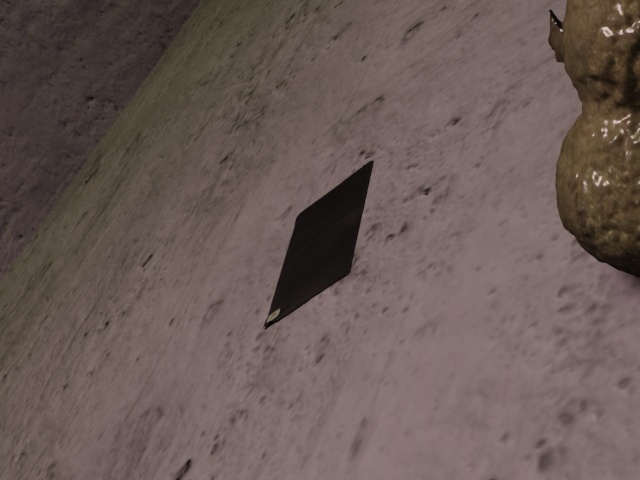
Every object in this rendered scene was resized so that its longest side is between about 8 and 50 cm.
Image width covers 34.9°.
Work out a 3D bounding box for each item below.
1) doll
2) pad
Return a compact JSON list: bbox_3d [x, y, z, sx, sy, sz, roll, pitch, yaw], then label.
[{"bbox_3d":[0.159,-0.122,0.539,0.091,0.285,0.203,-17,-4,-19],"label":"doll"},{"bbox_3d":[0.000,0.000,1.010,0.116,0.004,0.193,-35,23,31],"label":"pad"}]
